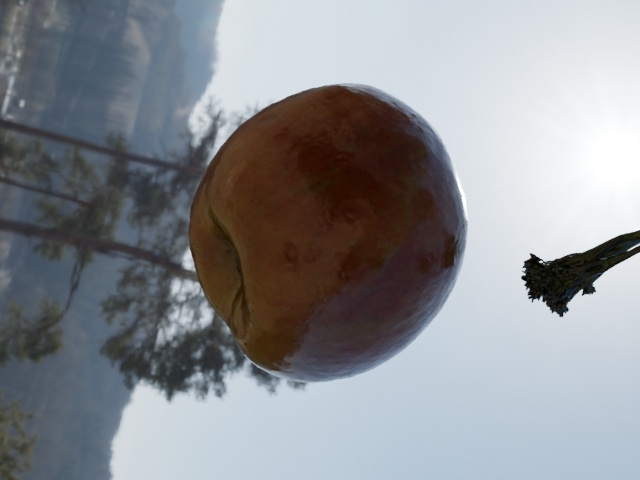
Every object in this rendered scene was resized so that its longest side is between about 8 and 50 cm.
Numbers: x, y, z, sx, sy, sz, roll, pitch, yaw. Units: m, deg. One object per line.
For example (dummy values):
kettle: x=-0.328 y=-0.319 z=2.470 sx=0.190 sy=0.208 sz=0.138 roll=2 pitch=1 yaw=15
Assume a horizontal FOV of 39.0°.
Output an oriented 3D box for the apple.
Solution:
apple: x=0.000 y=0.000 z=0.925 sx=0.301 sy=0.302 sz=0.301 roll=-165 pitch=-90 yaw=-77

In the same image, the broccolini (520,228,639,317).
broccolini: x=0.309 y=0.021 z=0.932 sx=0.074 sy=0.201 sz=0.058 roll=-104 pitch=174 yaw=-46
